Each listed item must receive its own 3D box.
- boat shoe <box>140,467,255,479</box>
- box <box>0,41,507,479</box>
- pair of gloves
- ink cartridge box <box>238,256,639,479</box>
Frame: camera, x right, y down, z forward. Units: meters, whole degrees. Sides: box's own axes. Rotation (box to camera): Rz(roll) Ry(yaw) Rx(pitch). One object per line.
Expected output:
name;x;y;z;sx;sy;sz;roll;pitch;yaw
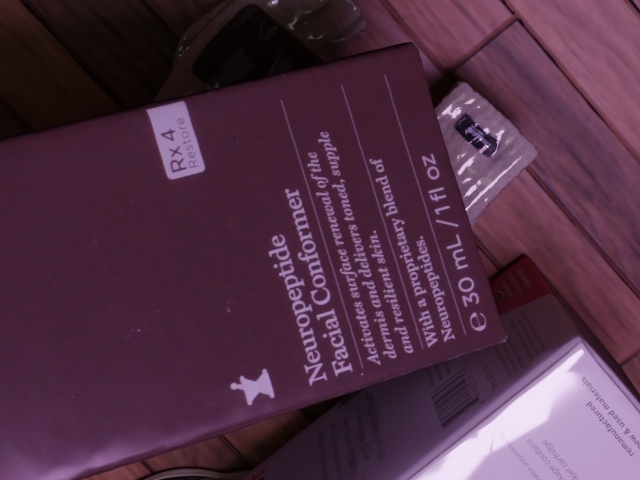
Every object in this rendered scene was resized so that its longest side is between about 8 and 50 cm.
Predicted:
boat shoe;-0.086;0.204;1.196;0.152;0.049;0.056;-11;108;7
box;-0.105;0.025;0.905;0.381;0.143;0.191;-17;88;-20
pair of gloves;-0.005;-0.055;1.058;0.240;0.042;0.204;36;91;2
ink cartridge box;0.077;0.160;1.057;0.283;0.207;0.117;-39;103;7
